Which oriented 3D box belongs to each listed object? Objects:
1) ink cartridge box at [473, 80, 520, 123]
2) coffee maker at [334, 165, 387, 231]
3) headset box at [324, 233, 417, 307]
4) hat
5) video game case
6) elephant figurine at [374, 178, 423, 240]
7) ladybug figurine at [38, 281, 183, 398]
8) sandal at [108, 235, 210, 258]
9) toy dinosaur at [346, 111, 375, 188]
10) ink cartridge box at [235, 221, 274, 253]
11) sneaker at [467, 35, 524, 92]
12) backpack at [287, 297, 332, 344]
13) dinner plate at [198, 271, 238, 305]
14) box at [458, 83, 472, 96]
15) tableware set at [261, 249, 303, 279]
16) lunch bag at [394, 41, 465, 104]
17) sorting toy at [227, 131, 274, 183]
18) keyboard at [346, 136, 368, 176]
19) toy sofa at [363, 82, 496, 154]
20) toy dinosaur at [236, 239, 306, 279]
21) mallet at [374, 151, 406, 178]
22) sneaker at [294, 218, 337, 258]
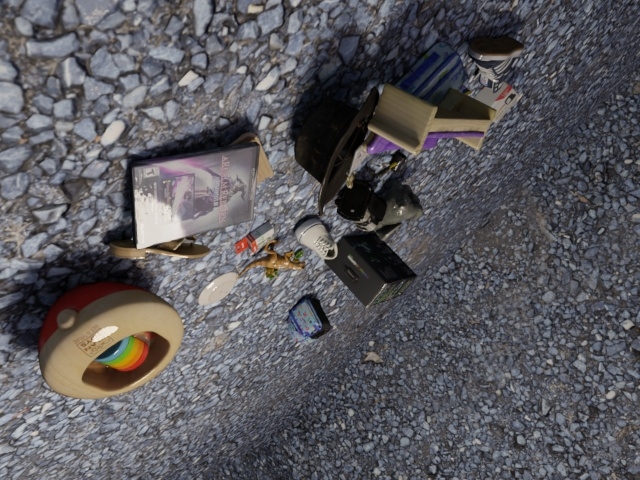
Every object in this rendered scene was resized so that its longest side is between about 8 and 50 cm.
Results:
[{"bbox_3d":[0.610,-0.491,1.983,0.127,0.072,0.175,-52,156,21],"label":"ink cartridge box"},{"bbox_3d":[0.148,-0.122,1.817,0.171,0.120,0.178,-47,159,7],"label":"coffee maker"},{"bbox_3d":[0.188,0.107,2.140,0.283,0.246,0.131,-8,139,-57],"label":"headset box"},{"bbox_3d":[0.015,-0.228,1.337,0.332,0.133,0.331,-63,175,-10],"label":"hat"},{"bbox_3d":[-0.256,-0.096,1.186,0.274,0.026,0.196,-16,133,-31],"label":"video game case"},{"bbox_3d":[0.228,-0.082,1.996,0.239,0.170,0.186,-40,139,27],"label":"elephant figurine"},{"bbox_3d":[-0.484,0.219,1.309,0.305,0.162,0.449,-37,158,-13],"label":"ladybug figurine"},{"bbox_3d":[-0.339,-0.010,1.248,0.239,0.088,0.079,-1,109,-44],"label":"sandal"},{"bbox_3d":[0.091,-0.248,1.568,0.118,0.064,0.268,-41,161,-47],"label":"toy dinosaur"},{"bbox_3d":[-0.183,0.002,1.602,0.115,0.029,0.063,-36,158,-18],"label":"ink cartridge box"},{"bbox_3d":[0.500,-0.520,1.705,0.282,0.099,0.153,-24,151,-45],"label":"sneaker"},{"bbox_3d":[-0.064,0.331,2.273,0.173,0.158,0.116,-39,153,24],"label":"backpack"},{"bbox_3d":[-0.300,0.148,1.696,0.141,0.017,0.141,-36,159,-16],"label":"dinner plate"},{"bbox_3d":[0.419,-0.416,1.822,0.059,0.054,0.169,-30,155,-29],"label":"box"},{"bbox_3d":[-0.121,0.082,1.869,0.154,0.024,0.104,-21,150,-42],"label":"tableware set"},{"bbox_3d":[0.291,-0.418,1.553,0.219,0.090,0.176,-45,156,3],"label":"lunch bag"},{"bbox_3d":[-0.214,-0.141,1.280,0.208,0.038,0.193,-35,158,-6],"label":"sorting toy"},{"bbox_3d":[0.112,-0.232,1.459,0.072,0.014,0.256,-67,174,28],"label":"keyboard"},{"bbox_3d":[0.279,-0.279,1.430,0.362,0.150,0.177,-14,131,-50],"label":"toy sofa"},{"bbox_3d":[-0.148,0.057,1.691,0.211,0.113,0.064,-1,173,-4],"label":"toy dinosaur"},{"bbox_3d":[0.212,-0.222,1.799,0.189,0.039,0.062,-40,163,-46],"label":"mallet"},{"bbox_3d":[0.000,0.000,1.827,0.094,0.091,0.258,-45,158,7],"label":"sneaker"}]
